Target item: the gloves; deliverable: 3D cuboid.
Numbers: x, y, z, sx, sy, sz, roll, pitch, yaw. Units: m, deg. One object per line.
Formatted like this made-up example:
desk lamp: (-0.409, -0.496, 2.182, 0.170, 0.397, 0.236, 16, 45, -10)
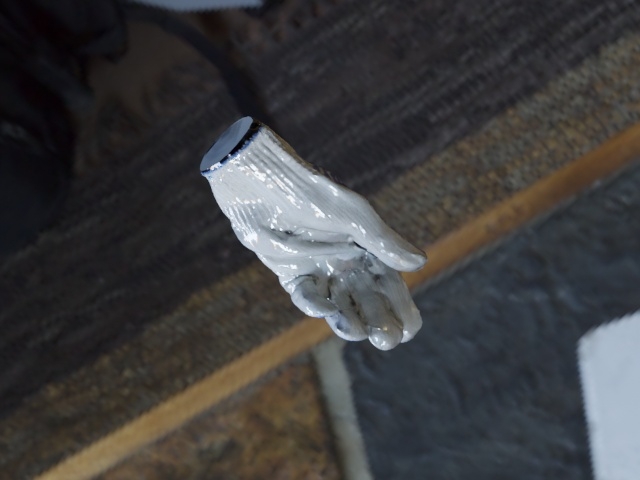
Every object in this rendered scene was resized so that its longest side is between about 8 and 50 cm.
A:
gloves: (0.000, -0.005, 1.254, 0.119, 0.229, 0.097, -36, 4, 30)
